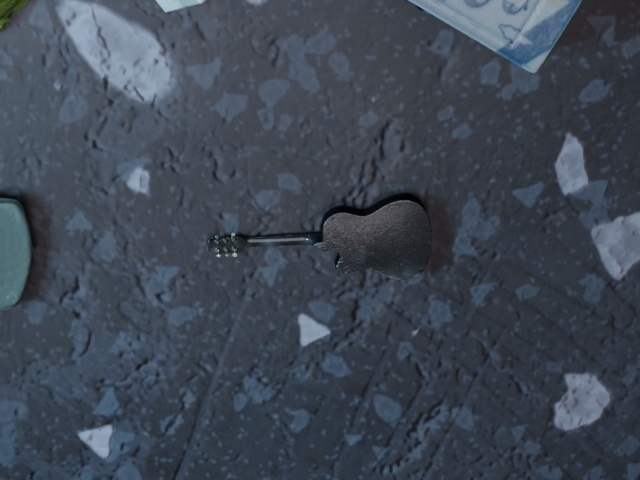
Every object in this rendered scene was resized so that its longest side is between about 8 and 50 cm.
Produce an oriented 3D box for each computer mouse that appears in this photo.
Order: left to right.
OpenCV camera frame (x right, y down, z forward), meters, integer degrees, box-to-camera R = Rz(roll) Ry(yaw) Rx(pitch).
[{"bbox_3d":[-0.404,0.012,1.697,0.231,0.079,0.128,1,112,-21],"label":"computer mouse"}]

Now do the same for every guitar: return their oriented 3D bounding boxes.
[{"bbox_3d":[0.000,0.000,1.744,0.233,0.025,0.088,-3,110,-3],"label":"guitar"}]

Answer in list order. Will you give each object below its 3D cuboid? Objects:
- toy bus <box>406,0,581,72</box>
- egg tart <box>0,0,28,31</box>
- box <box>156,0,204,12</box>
[{"bbox_3d":[0.100,-0.275,1.604,0.297,0.131,0.106,28,104,-13],"label":"toy bus"},{"bbox_3d":[-0.352,-0.282,1.599,0.197,0.078,0.197,-1,106,-4],"label":"egg tart"},{"bbox_3d":[-0.182,-0.303,1.586,0.029,0.109,0.198,-44,108,-16],"label":"box"}]
